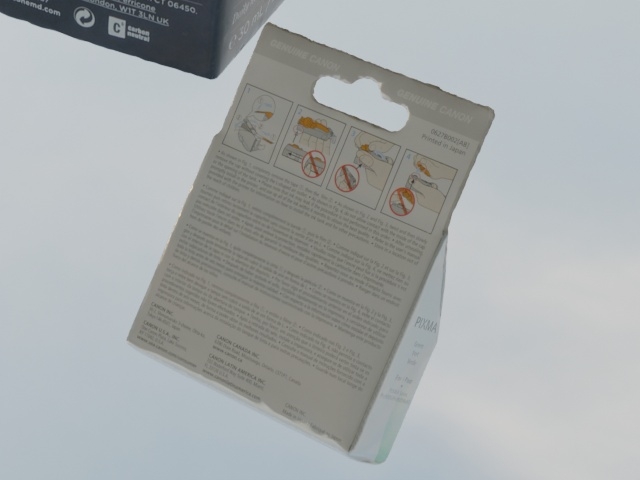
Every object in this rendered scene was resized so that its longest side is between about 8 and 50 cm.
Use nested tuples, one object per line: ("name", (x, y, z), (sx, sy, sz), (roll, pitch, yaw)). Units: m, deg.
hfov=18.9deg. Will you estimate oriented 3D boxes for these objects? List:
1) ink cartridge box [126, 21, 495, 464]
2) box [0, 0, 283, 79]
("ink cartridge box", (0.000, 0.000, 1.189), (0.181, 0.225, 0.056), (24, 180, 29))
("box", (-0.115, -0.499, 1.902), (0.297, 0.472, 0.480), (18, -140, 15))
